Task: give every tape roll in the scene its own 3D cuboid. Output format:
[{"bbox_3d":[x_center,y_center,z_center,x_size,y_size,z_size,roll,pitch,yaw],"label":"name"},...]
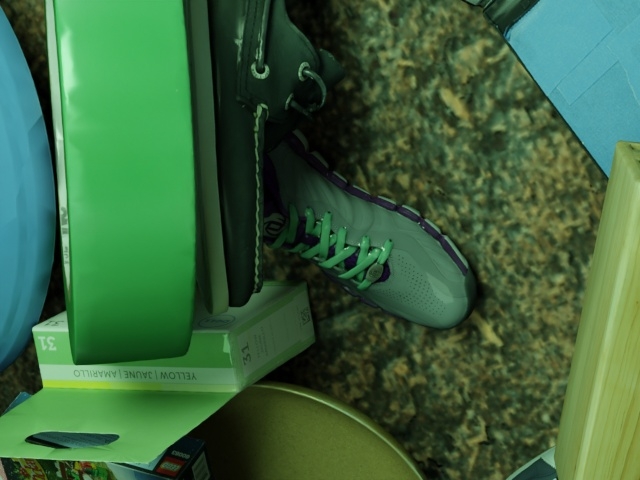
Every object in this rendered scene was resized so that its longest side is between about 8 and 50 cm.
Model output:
[{"bbox_3d":[-0.135,-0.081,1.220,0.077,0.321,0.321,-5,111,-9],"label":"tape roll"}]

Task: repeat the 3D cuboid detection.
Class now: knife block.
[{"bbox_3d":[0.178,0.115,1.113,0.242,0.088,0.275,-36,105,10],"label":"knife block"}]

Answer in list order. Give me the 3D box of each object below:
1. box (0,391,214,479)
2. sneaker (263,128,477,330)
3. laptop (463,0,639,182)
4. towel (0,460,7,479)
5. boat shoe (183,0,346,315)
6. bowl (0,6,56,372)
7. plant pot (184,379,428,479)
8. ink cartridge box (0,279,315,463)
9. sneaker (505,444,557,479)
[{"bbox_3d":[-0.143,0.226,1.396,0.159,0.044,0.233,11,133,25],"label":"box"},{"bbox_3d":[0.000,0.000,1.299,0.224,0.098,0.083,35,122,12],"label":"sneaker"},{"bbox_3d":[0.188,-0.205,1.029,0.408,0.236,0.382,23,129,-30],"label":"laptop"},{"bbox_3d":[-0.300,0.243,1.598,0.197,0.029,0.144,-37,90,34],"label":"towel"},{"bbox_3d":[-0.041,-0.123,1.225,0.113,0.127,0.340,-3,78,-12],"label":"boat shoe"},{"bbox_3d":[-0.349,-0.066,1.411,0.391,0.077,0.391,19,118,40],"label":"bowl"},{"bbox_3d":[-0.013,0.189,1.390,0.236,0.032,0.236,14,130,17],"label":"plant pot"},{"bbox_3d":[-0.131,0.086,1.320,0.171,0.235,0.056,-1,104,28],"label":"ink cartridge box"},{"bbox_3d":[0.182,0.159,1.229,0.099,0.153,0.282,43,123,7],"label":"sneaker"}]
